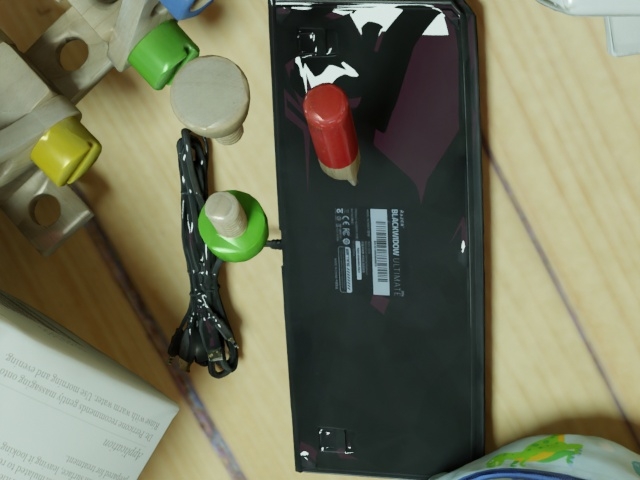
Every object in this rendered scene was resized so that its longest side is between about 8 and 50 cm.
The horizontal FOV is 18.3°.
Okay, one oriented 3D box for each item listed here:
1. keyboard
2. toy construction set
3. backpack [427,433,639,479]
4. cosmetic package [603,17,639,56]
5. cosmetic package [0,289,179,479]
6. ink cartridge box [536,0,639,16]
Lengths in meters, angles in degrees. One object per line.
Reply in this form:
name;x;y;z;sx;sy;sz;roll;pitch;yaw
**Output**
keyboard;0.000;0.000;1.197;0.201;0.033;0.317;3;113;12
toy construction set;-0.125;-0.079;1.117;0.308;0.237;0.257;21;81;10
backpack;0.177;0.282;1.172;0.290;0.273;0.355;-34;89;32
cosmetic package;0.192;-0.223;1.008;0.127;0.107;0.238;-5;114;17
cosmetic package;-0.277;0.199;1.132;0.156;0.217;0.385;30;86;36
ink cartridge box;0.264;-0.266;0.902;0.324;0.071;0.330;-1;106;-16
